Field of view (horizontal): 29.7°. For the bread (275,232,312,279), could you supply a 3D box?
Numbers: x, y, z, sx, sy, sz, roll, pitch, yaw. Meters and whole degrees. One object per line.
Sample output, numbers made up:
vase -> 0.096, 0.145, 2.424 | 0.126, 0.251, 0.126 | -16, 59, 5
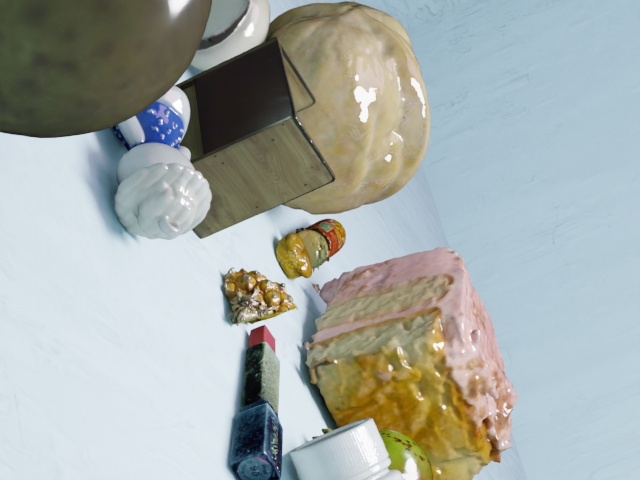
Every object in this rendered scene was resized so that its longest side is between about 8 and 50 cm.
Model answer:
bread -> -0.044, 0.027, 2.045 | 0.081, 0.046, 0.083 | 36, 32, -70

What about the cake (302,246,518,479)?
cake -> 0.161, 0.214, 2.011 | 0.307, 0.293, 0.314 | -80, 151, -64

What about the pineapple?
pineapple -> -0.101, 0.094, 1.698 | 0.114, 0.077, 0.114 | 33, 24, 6

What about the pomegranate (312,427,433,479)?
pomegranate -> 0.075, 0.347, 1.778 | 0.205, 0.159, 0.159 | 34, 23, -15

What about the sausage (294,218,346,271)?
sausage -> 0.000, 0.000, 2.215 | 0.083, 0.083, 0.264 | 66, 12, -2

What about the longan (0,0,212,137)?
longan -> -0.261, -0.269, 1.114 | 0.361, 0.361, 0.361 | 60, 14, -26

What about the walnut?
walnut -> 0.022, -0.222, 2.056 | 0.381, 0.381, 0.381 | 60, 14, -26

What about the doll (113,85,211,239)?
doll -> -0.206, -0.106, 1.502 | 0.138, 0.119, 0.293 | 43, 20, -42

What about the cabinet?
cabinet -> -0.113, -0.139, 1.685 | 0.148, 0.215, 0.174 | 55, 16, -46

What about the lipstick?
lipstick -> -0.077, 0.205, 1.589 | 0.051, 0.051, 0.312 | 59, 14, -24

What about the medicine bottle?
medicine bottle -> 0.062, 0.378, 1.640 | 0.144, 0.144, 0.252 | 1, 70, -76

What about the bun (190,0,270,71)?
bun -> -0.153, -0.346, 1.968 | 0.120, 0.173, 0.173 | 47, 23, -48
